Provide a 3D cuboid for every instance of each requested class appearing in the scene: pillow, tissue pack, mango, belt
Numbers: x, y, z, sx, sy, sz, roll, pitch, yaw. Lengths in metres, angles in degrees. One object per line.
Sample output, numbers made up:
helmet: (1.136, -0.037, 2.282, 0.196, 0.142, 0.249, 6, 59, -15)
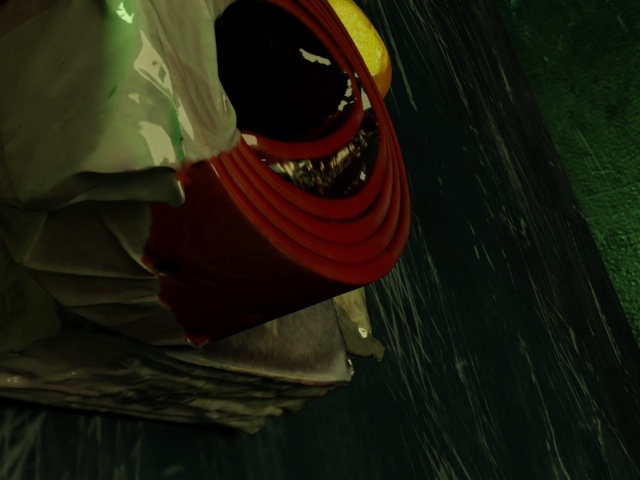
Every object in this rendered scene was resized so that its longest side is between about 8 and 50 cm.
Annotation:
pillow: (0.000, 0.000, 0.879, 0.169, 0.059, 0.255, 42, 31, -35)
tissue pack: (-0.135, -0.073, 0.626, 0.288, 0.124, 0.394, 24, 45, -54)
mango: (0.020, -0.242, 1.108, 0.141, 0.102, 0.217, 16, 43, -25)
belt: (-0.058, -0.064, 0.476, 0.227, 0.115, 0.324, 67, 21, 4)
